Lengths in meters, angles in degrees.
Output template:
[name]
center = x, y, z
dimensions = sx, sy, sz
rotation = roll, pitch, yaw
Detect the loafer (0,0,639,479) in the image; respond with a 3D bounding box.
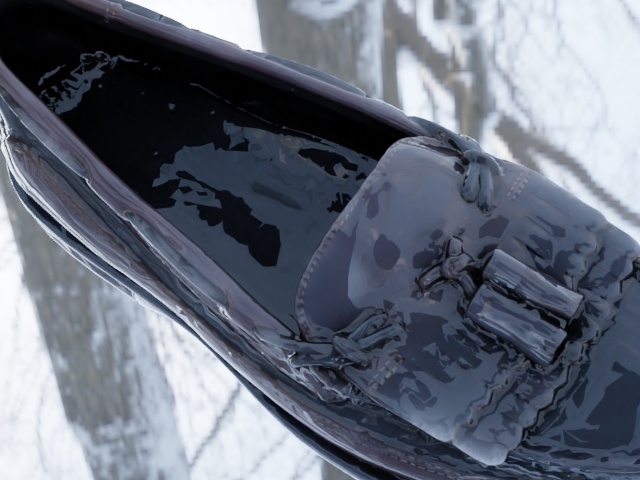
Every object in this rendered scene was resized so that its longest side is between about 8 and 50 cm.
[loafer]
center = 0.000, 0.000, 0.611
dimensions = 0.302, 0.095, 0.109
rotation = 27, -108, 29
